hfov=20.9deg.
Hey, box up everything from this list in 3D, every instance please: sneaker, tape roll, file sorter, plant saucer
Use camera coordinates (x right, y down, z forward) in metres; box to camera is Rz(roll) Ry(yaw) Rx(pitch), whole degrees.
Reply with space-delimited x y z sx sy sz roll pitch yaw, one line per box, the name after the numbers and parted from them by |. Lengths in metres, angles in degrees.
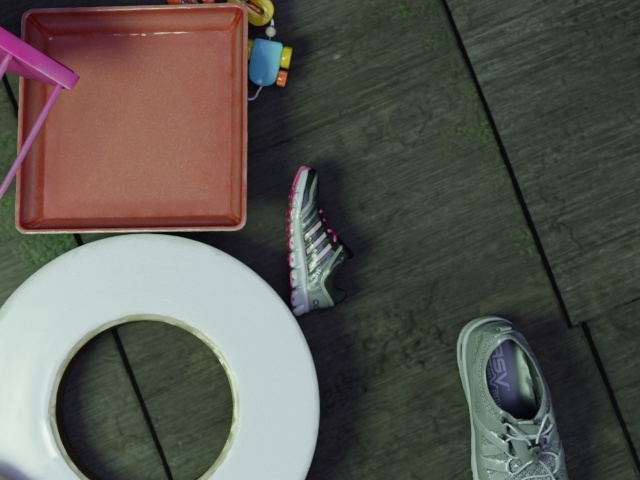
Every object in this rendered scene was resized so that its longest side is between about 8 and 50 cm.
0.218 0.223 1.949 0.105 0.115 0.281 -18 88 -7 | sneaker
-0.193 0.187 1.920 0.392 0.072 0.392 0 87 -2 | tape roll
-0.447 -0.176 1.807 0.291 0.202 0.182 32 82 -37 | file sorter
0.000 0.000 1.973 0.075 0.063 0.170 -1 90 -6 | sneaker
-0.207 -0.132 1.942 0.259 0.048 0.258 -1 80 5 | plant saucer

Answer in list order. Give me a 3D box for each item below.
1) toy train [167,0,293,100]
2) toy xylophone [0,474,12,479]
-0.102 -0.235 1.993 0.125 0.046 0.166 -27 94 9 | toy train
-0.456 0.316 1.828 0.323 0.081 0.236 -19 45 20 | toy xylophone
